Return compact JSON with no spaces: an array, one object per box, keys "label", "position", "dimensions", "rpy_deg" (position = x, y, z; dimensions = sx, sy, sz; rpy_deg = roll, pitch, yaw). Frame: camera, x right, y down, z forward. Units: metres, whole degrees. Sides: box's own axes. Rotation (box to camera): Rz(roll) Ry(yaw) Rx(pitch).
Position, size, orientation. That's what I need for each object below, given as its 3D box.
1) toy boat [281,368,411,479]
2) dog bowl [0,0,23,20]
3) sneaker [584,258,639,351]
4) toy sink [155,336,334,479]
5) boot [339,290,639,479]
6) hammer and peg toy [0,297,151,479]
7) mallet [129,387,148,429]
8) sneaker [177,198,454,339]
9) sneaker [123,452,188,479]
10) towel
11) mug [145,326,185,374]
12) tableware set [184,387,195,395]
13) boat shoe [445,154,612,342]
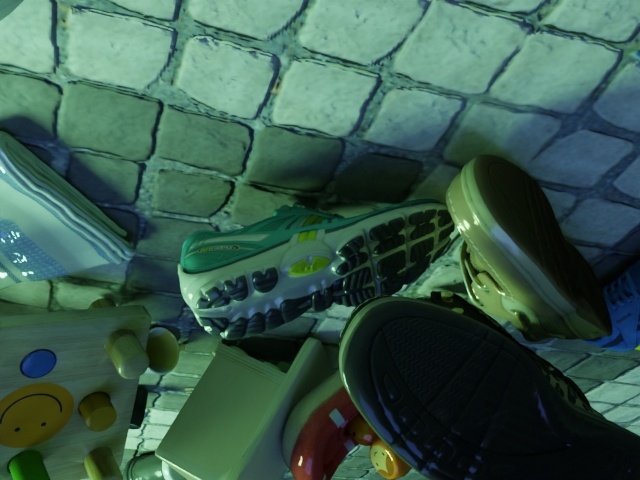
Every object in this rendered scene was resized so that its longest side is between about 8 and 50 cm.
[{"label":"toy boat","position":[0.064,0.255,0.960],"dimensions":[0.231,0.151,0.151],"rpy_deg":[-37,148,-11]},{"label":"dog bowl","position":[-0.178,-0.199,0.219],"dimensions":[0.104,0.265,0.265],"rpy_deg":[-27,139,31]},{"label":"sneaker","position":[0.356,0.073,0.829],"dimensions":[0.082,0.069,0.209],"rpy_deg":[1,148,4]},{"label":"toy sink","position":[-0.099,0.238,0.997],"dimensions":[0.131,0.234,0.153],"rpy_deg":[21,155,23]},{"label":"boot","position":[0.145,0.136,0.739],"dimensions":[0.377,0.284,0.138],"rpy_deg":[28,97,-21]},{"label":"hammer and peg toy","position":[-0.376,0.191,0.786],"dimensions":[0.361,0.127,0.266],"rpy_deg":[-1,120,-37]},{"label":"mallet","position":[-0.341,0.276,1.174],"dimensions":[0.039,0.062,0.189],"rpy_deg":[27,153,-33]},{"label":"sneaker","position":[0.000,0.000,0.682],"dimensions":[0.275,0.110,0.107],"rpy_deg":[-12,136,-16]},{"label":"sneaker","position":[-0.288,0.505,1.467],"dimensions":[0.147,0.104,0.296],"rpy_deg":[-12,140,21]},{"label":"towel","position":[-0.360,-0.008,0.726],"dimensions":[0.285,0.034,0.209],"rpy_deg":[-13,145,18]},{"label":"mug","position":[-0.228,0.155,0.959],"dimensions":[0.064,0.062,0.078],"rpy_deg":[-17,138,37]},{"label":"tableware set","position":[-0.141,0.265,1.162],"dimensions":[0.154,0.024,0.104],"rpy_deg":[-2,147,2]},{"label":"boat shoe","position":[0.196,0.035,0.719],"dimensions":[0.110,0.122,0.341],"rpy_deg":[-21,143,27]}]
